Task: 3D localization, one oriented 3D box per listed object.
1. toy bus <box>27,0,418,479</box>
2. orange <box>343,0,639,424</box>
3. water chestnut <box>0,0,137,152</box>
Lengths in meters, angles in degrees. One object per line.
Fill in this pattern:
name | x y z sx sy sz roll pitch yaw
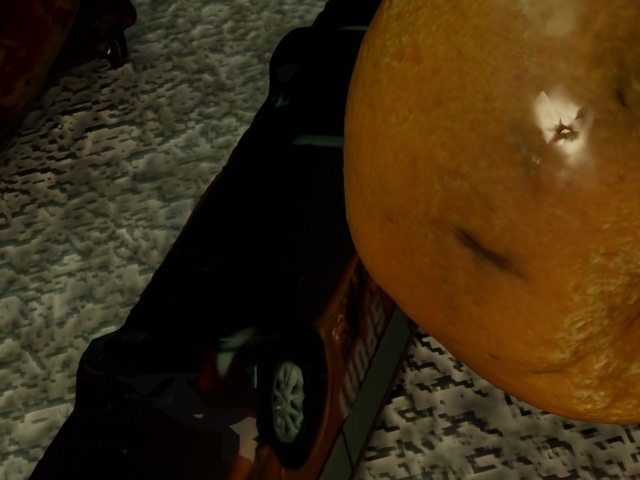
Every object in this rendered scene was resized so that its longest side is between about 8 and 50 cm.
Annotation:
toy bus | 0.000 0.000 0.708 0.093 0.092 0.409 1 38 24
orange | 0.128 -0.062 0.608 0.249 0.249 0.183 -18 53 -5
water chestnut | -0.233 -0.157 0.874 0.289 0.289 0.244 0 10 19
